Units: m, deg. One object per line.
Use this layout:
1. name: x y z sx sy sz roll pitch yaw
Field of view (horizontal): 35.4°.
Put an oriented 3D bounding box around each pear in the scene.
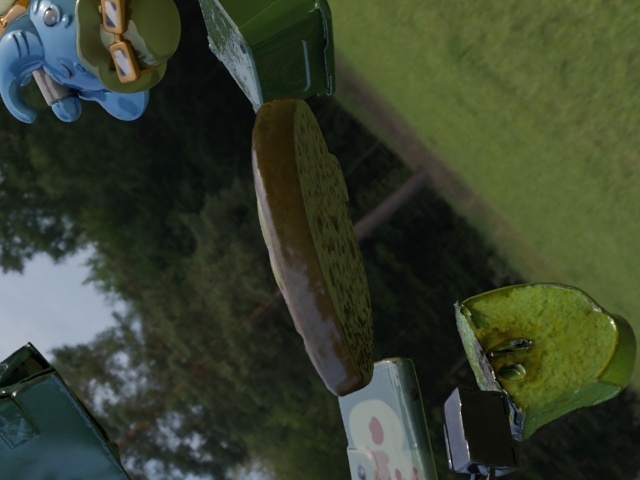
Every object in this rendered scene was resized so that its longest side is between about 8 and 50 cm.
1. pear: 0.376 0.173 1.657 0.164 0.255 0.238 72 173 -57

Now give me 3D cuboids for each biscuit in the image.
1. biscuit: -0.009 0.002 1.282 0.350 0.070 0.394 -85 -21 -59

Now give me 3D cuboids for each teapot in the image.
1. teapot: 0.216 0.287 1.442 0.087 0.096 0.177 13 -130 -24

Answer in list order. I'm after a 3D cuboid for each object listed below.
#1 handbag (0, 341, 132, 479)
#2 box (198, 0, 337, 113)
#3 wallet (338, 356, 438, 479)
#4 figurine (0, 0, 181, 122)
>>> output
1. handbag: -0.368 0.263 1.122 0.100 0.268 0.274 46 166 43
2. box: -0.099 -0.378 1.787 0.253 0.177 0.329 53 172 18
3. wallet: 0.122 0.381 1.657 0.252 0.083 0.360 149 112 -63
4. figurine: -0.267 -0.216 1.078 0.153 0.262 0.180 4 -102 -54
